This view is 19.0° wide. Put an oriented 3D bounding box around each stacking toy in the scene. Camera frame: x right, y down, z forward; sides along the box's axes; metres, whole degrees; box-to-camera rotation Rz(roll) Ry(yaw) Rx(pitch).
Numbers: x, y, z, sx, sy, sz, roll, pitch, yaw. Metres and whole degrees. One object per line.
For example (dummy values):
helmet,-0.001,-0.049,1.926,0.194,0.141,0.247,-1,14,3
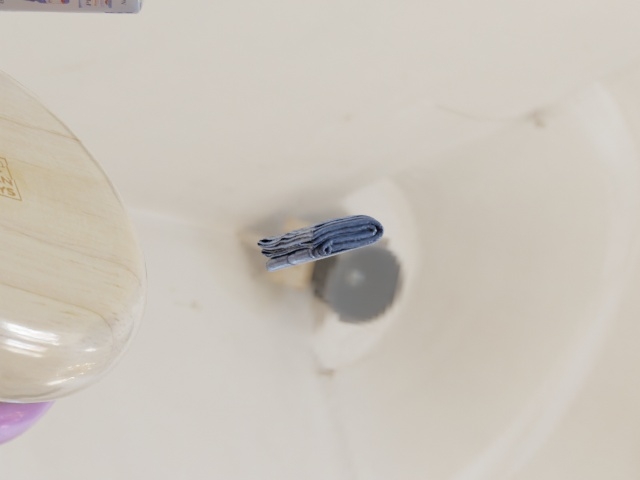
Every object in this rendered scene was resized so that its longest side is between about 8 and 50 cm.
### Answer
stacking toy,-0.207,0.083,0.653,0.330,0.141,0.141,-45,-125,26

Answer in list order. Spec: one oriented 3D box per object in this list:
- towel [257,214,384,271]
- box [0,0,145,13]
towel,0.000,0.000,1.525,0.119,0.067,0.029,-18,-94,66
box,-0.178,-0.194,1.238,0.126,0.137,0.072,-89,180,-72
